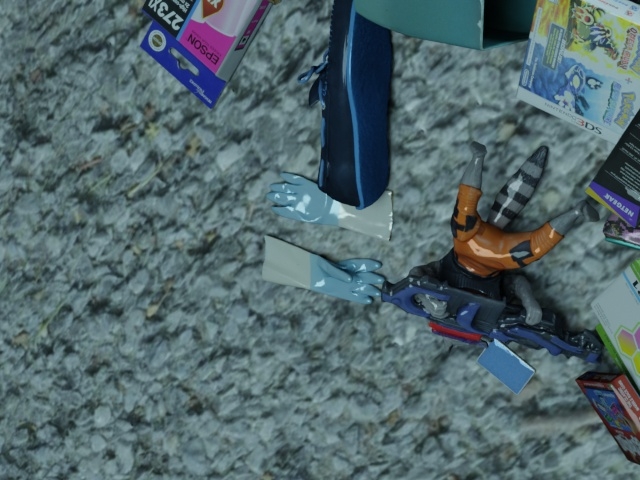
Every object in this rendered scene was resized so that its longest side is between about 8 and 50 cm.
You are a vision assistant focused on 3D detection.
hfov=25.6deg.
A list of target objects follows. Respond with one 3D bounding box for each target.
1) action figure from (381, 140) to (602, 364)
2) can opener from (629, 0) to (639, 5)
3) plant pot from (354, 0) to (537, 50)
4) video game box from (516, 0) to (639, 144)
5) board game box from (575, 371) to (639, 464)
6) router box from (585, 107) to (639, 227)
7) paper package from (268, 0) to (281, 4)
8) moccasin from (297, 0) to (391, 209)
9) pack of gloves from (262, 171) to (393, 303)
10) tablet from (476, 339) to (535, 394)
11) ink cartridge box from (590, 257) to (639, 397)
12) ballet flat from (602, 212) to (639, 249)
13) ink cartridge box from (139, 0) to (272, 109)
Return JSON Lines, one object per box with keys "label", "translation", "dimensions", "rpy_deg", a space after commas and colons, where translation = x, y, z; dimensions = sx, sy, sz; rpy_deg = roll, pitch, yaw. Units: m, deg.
{"label": "action figure", "translation": [0.279, 0.042, 2.057], "dimensions": [0.341, 0.178, 0.330], "rpy_deg": [23, 126, -9]}
{"label": "can opener", "translation": [0.473, -0.388, 1.836], "dimensions": [0.093, 0.074, 0.280], "rpy_deg": [33, 128, -20]}
{"label": "plant pot", "translation": [0.169, -0.366, 1.965], "dimensions": [0.234, 0.166, 0.165], "rpy_deg": [11, 110, 35]}
{"label": "video game box", "translation": [0.369, -0.242, 1.905], "dimensions": [0.187, 0.048, 0.205], "rpy_deg": [27, 139, 20]}
{"label": "board game box", "translation": [0.422, 0.249, 1.942], "dimensions": [0.027, 0.281, 0.145], "rpy_deg": [-34, 85, -2]}
{"label": "router box", "translation": [0.473, -0.163, 1.747], "dimensions": [0.081, 0.309, 0.243], "rpy_deg": [39, 121, 17]}
{"label": "paper package", "translation": [-0.070, -0.561, 1.965], "dimensions": [0.309, 0.168, 0.324], "rpy_deg": [-42, 62, 21]}
{"label": "moccasin", "translation": [0.027, -0.212, 2.110], "dimensions": [0.117, 0.138, 0.342], "rpy_deg": [13, 110, 32]}
{"label": "pack of gloves", "translation": [0.000, 0.000, 2.243], "dimensions": [0.232, 0.046, 0.195], "rpy_deg": [12, 111, 28]}
{"label": "tablet", "translation": [0.283, 0.192, 2.152], "dimensions": [0.083, 0.006, 0.054], "rpy_deg": [39, 120, 15]}
{"label": "ink cartridge box", "translation": [0.434, 0.149, 1.854], "dimensions": [0.188, 0.097, 0.255], "rpy_deg": [62, 150, 19]}
{"label": "ballet flat", "translation": [0.498, 0.003, 1.932], "dimensions": [0.222, 0.077, 0.079], "rpy_deg": [25, 97, 23]}
{"label": "ink cartridge box", "translation": [-0.166, -0.396, 2.217], "dimensions": [0.176, 0.069, 0.371], "rpy_deg": [42, 124, 14]}
